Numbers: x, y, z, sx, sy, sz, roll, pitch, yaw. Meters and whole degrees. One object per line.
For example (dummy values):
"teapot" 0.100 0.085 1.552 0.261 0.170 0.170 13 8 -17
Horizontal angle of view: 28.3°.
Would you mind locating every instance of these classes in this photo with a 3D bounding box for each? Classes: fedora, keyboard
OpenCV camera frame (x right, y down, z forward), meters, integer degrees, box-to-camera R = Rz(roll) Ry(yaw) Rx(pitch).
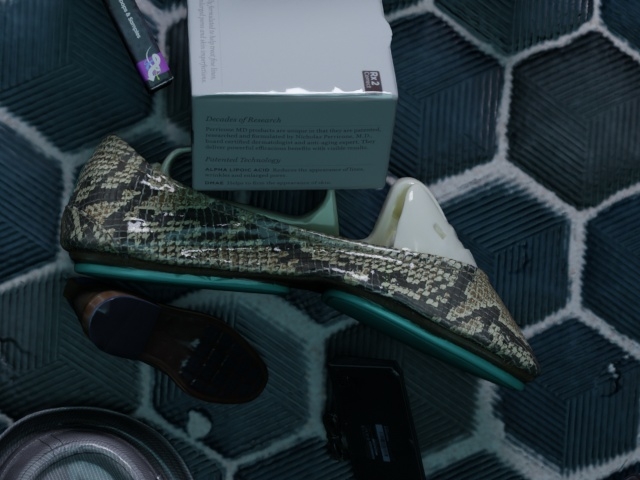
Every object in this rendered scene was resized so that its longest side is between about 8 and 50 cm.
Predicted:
"fedora" -0.215 0.291 1.199 0.243 0.124 0.275 -14 87 -19
"keyboard" 0.051 0.196 1.271 0.108 0.023 0.180 -1 114 29

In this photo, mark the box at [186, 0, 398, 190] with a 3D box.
"box" -0.031 -0.148 1.164 0.182 0.181 0.119 0 138 -6

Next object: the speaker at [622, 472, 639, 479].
"speaker" 0.371 0.302 1.328 0.136 0.055 0.055 34 91 -8

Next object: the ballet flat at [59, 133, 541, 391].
"ballet flat" 0.000 0.000 1.216 0.482 0.164 0.182 16 84 -4

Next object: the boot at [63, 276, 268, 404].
"boot" -0.151 0.091 1.248 0.219 0.106 0.082 32 89 -37

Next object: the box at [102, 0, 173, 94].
"box" -0.185 -0.216 1.187 0.029 0.116 0.162 -28 98 -5
